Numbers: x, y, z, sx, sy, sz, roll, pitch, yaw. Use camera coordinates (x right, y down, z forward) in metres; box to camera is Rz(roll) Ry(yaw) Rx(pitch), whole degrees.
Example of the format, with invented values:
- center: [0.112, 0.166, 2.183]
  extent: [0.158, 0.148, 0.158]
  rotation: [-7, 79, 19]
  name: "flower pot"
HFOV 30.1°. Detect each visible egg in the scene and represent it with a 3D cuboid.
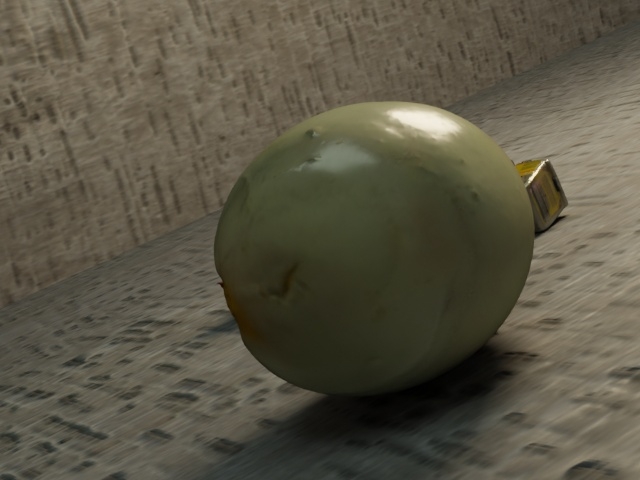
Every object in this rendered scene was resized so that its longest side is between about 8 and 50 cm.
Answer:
- center: [0.066, 0.000, 1.169]
  extent: [0.283, 0.283, 0.345]
  rotation: [-12, 9, 40]
  name: "egg"

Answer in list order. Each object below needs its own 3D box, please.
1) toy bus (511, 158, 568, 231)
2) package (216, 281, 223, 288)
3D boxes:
- center: [0.208, -0.042, 1.661]
  extent: [0.268, 0.092, 0.106]
  rotation: [-11, 24, 41]
  name: "toy bus"
- center: [-0.004, 0.003, 1.753]
  extent: [0.223, 0.108, 0.288]
  rotation: [-30, 0, 37]
  name: "package"
